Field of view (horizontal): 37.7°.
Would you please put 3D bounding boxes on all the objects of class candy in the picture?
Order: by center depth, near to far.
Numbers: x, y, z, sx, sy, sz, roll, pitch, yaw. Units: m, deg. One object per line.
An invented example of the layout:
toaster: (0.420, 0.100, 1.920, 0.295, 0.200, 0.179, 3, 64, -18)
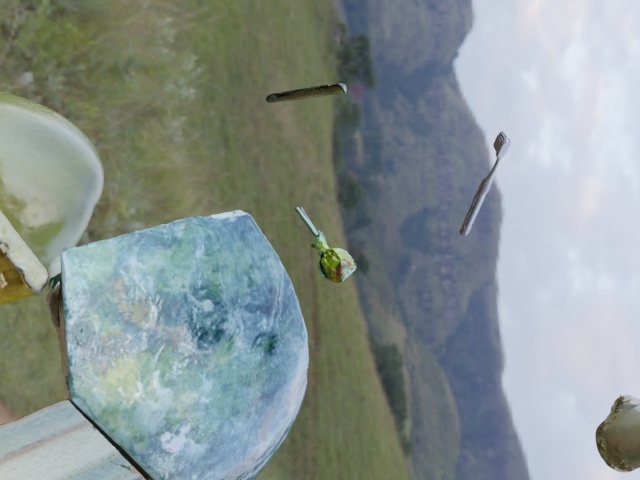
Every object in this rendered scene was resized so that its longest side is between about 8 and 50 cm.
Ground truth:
candy: (-0.003, 0.001, 2.121, 0.077, 0.073, 0.262, -63, -141, 25)

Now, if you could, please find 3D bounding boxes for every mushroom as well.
mushroom: (0.353, 0.196, 0.970, 0.084, 0.071, 0.209, -55, 176, -16)

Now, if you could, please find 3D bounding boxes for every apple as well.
apple: (-0.602, -0.124, 1.774, 0.312, 0.360, 0.320, -62, -162, -5)

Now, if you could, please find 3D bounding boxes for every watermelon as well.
watermelon: (-0.166, 0.103, 0.914, 0.228, 0.258, 0.387, -49, 141, -28)

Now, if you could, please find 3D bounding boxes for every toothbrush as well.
toothbrush: (0.329, -0.109, 1.901, 0.354, 0.024, 0.029, 100, -27, -60)

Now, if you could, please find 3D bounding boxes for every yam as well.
yam: (-0.018, -0.176, 1.119, 0.014, 0.107, 0.014, 15, 73, -63)

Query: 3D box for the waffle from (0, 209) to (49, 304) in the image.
waffle: (-0.591, 0.007, 1.537, 0.248, 0.221, 0.055, 60, 35, -23)

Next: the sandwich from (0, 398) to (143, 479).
sandwich: (-0.322, 0.282, 1.076, 0.155, 0.198, 0.227, 40, -25, 21)

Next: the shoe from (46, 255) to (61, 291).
shoe: (-0.343, 0.075, 1.627, 0.110, 0.264, 0.095, -114, -157, -68)
